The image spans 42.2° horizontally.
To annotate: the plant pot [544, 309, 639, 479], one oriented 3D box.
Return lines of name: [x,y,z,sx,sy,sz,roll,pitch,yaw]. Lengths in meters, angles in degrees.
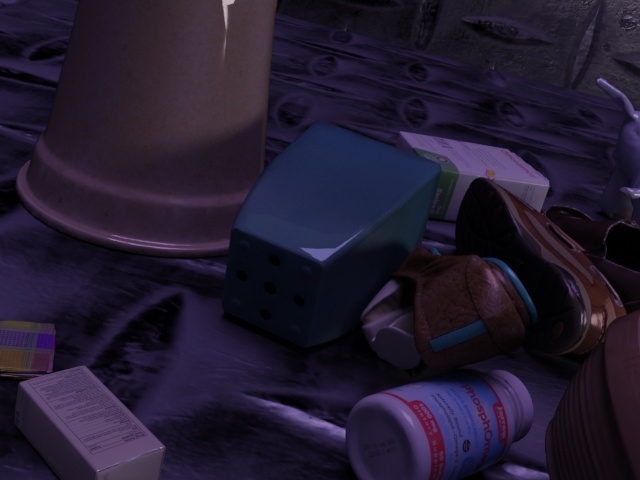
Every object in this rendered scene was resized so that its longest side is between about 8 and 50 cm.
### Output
plant pot: [0.249,0.180,0.635,0.237,0.109,0.237,39,37,-37]

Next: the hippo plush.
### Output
hippo plush: [0.594,-0.103,1.363,0.234,0.294,0.237,-5,29,9]

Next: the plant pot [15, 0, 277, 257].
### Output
plant pot: [-0.192,-0.190,1.031,0.333,0.306,0.334,12,23,-5]

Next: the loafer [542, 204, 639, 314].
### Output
loafer: [0.396,0.029,1.098,0.133,0.130,0.366,8,24,-15]

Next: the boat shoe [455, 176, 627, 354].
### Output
boat shoe: [0.272,0.035,1.051,0.119,0.123,0.324,11,31,-22]

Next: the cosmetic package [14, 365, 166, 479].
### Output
cosmetic package: [-0.173,0.145,0.616,0.060,0.041,0.115,-9,33,-44]

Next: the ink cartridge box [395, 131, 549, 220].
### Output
ink cartridge box: [0.235,-0.096,1.338,0.212,0.093,0.154,5,26,-18]

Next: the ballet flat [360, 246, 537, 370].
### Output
ballet flat: [0.105,0.075,0.815,0.124,0.116,0.342,-30,2,-3]

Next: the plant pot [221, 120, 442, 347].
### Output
plant pot: [0.000,0.000,0.905,0.165,0.166,0.234,23,32,19]

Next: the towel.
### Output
towel: [-0.262,0.095,0.720,0.060,0.010,0.083,6,24,-17]

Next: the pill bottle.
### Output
pill bottle: [0.105,0.156,0.694,0.160,0.087,0.087,-8,31,-40]
